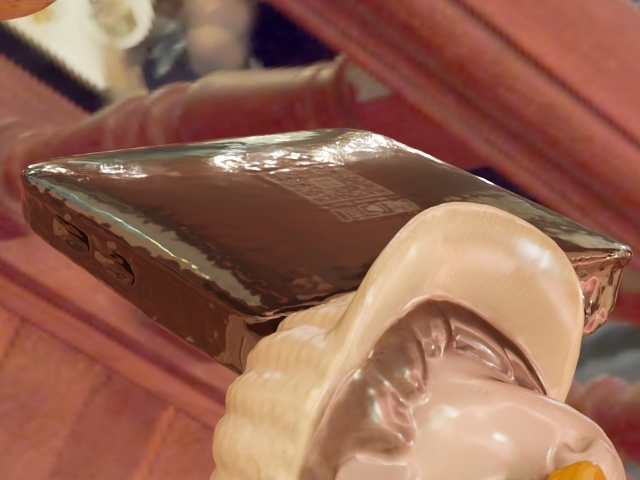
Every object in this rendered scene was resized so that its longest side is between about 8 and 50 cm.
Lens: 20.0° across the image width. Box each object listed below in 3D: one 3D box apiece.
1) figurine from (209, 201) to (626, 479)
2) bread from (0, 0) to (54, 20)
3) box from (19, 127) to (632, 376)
[{"bbox_3d":[0.070,0.147,0.777,0.204,0.332,0.185,-36,132,11],"label":"figurine"},{"bbox_3d":[-0.163,-0.154,0.831,0.142,0.305,0.091,3,90,-19],"label":"bread"},{"bbox_3d":[0.000,0.000,1.108,0.290,0.289,0.073,-9,115,-39],"label":"box"}]
